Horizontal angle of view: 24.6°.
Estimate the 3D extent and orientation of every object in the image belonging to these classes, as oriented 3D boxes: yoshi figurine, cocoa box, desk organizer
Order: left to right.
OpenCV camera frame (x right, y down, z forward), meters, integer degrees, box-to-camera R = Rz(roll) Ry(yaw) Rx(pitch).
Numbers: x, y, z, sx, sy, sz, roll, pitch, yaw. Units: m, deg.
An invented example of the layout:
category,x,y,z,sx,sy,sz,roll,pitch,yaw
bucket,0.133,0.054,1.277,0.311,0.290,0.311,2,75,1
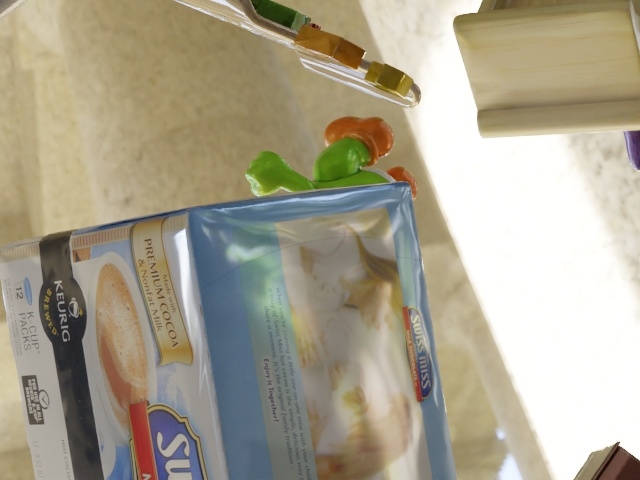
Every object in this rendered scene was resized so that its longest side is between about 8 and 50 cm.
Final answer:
category,x,y,z,sx,sy,sz,roll,pitch,yaw
cocoa box,-0.058,0.145,1.083,0.228,0.347,0.231,-9,0,45
yoshi figurine,-0.025,-0.003,1.926,0.204,0.362,0.203,28,-44,9
desk organizer,0.186,0.163,0.922,0.047,0.050,0.130,-54,-9,-7

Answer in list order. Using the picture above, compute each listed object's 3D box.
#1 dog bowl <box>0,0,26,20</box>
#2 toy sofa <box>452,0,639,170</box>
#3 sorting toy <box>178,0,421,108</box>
category,x,y,z,sx,sy,sz,roll,pitch,yaw
dog bowl,-0.336,-0.290,1.099,0.349,0.102,0.348,-8,-44,-8
toy sofa,0.246,-0.225,1.306,0.150,0.362,0.177,0,-48,25
sorting toy,-0.011,-0.187,1.338,0.229,0.307,0.041,23,-86,-38
